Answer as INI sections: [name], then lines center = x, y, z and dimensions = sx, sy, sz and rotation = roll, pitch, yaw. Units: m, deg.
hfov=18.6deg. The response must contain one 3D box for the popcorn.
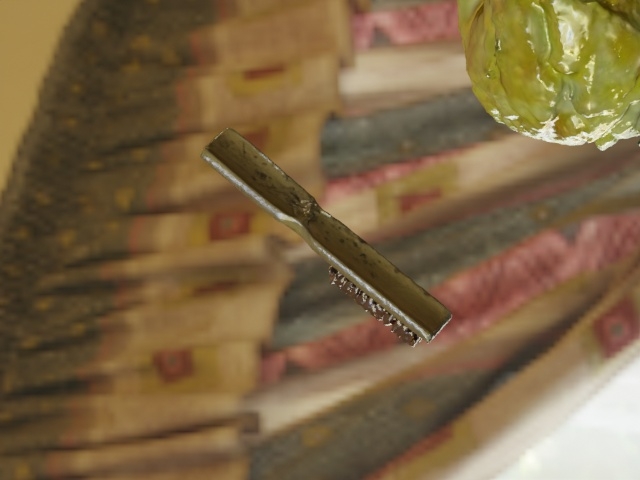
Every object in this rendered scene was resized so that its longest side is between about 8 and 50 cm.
[popcorn]
center = 0.199, -0.165, 1.405
dimensions = 0.198, 0.212, 0.198
rotation = 59, -172, -13

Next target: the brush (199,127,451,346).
[brush]
center = 0.000, 0.000, 1.618
dimensions = 0.043, 0.248, 0.036
rotation = -44, -10, -45
